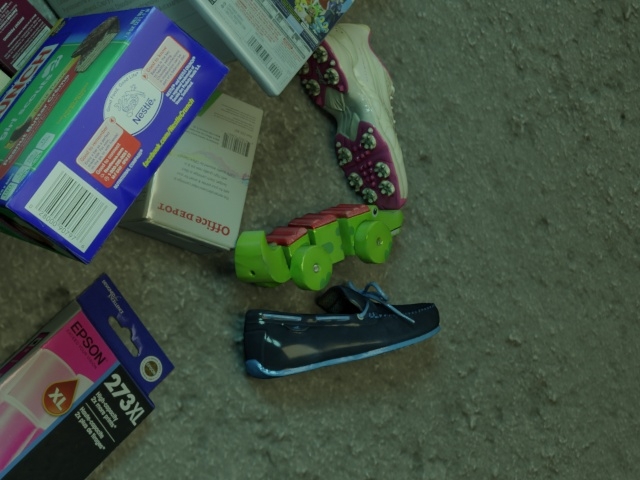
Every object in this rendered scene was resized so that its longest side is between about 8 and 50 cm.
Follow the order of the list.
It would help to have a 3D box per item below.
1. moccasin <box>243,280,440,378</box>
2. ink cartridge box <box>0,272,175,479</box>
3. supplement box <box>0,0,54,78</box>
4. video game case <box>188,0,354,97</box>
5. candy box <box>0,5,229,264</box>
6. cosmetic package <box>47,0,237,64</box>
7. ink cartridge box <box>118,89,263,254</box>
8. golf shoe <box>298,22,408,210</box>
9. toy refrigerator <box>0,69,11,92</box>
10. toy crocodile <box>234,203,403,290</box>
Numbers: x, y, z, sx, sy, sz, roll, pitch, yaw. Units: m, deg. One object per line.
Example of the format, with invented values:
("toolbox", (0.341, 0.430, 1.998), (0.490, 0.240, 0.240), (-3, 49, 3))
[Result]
("moccasin", (0.042, 0.119, 1.971), (0.342, 0.138, 0.117), (-10, 87, -39))
("ink cartridge box", (-0.340, 0.219, 1.706), (0.371, 0.069, 0.176), (-47, 113, -34))
("supplement box", (-0.404, -0.273, 1.635), (0.081, 0.104, 0.188), (-52, 137, -9))
("video game case", (-0.069, -0.304, 1.586), (0.201, 0.023, 0.183), (49, 60, -23))
("candy box", (-0.282, -0.126, 1.502), (0.122, 0.317, 0.268), (41, 76, -26))
("cosmetic package", (-0.197, -0.454, 1.719), (0.329, 0.327, 0.393), (-49, 114, -30))
("ink cartridge box", (-0.182, -0.101, 1.844), (0.154, 0.093, 0.212), (20, 72, -35))
("golf shoe", (0.079, -0.197, 2.051), (0.140, 0.115, 0.306), (-35, 108, -39))
("toy refrigerator", (-0.419, -0.148, 1.664), (0.269, 0.094, 0.102), (43, 68, -26))
("toy crocodile", (0.000, 0.000, 1.944), (0.340, 0.115, 0.105), (-22, 108, -44))
